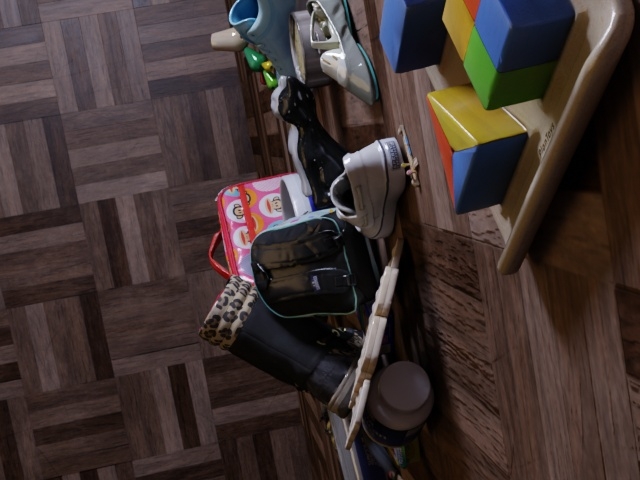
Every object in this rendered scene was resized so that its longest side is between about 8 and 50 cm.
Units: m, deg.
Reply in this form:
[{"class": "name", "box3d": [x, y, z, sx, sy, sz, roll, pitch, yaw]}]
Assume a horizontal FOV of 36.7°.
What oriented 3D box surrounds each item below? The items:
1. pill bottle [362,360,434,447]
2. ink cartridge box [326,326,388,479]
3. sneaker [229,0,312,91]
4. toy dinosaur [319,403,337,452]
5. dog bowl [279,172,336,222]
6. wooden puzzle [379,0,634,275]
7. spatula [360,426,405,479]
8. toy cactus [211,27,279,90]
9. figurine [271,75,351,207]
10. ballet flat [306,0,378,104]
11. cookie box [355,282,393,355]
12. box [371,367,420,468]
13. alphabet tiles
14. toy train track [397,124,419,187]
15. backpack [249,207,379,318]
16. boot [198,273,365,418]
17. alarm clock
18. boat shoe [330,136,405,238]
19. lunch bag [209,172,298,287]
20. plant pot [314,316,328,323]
[{"class": "pill bottle", "box3d": [0.109, 0.229, 1.360, 0.169, 0.094, 0.094, 95, 162, -64]}, {"class": "ink cartridge box", "box3d": [0.067, 0.387, 2.019, 0.330, 0.072, 0.324, 88, 168, -66]}, {"class": "sneaker", "box3d": [-0.091, -0.394, 1.750, 0.365, 0.150, 0.135, 89, 169, -51]}, {"class": "toy dinosaur", "box3d": [0.025, 0.415, 2.410, 0.118, 0.064, 0.268, 80, 180, -70]}, {"class": "dog bowl", "box3d": [0.000, 0.000, 1.812, 0.265, 0.104, 0.264, 170, 90, -82]}, {"class": "wooden puzzle", "box3d": [0.116, -0.183, 0.779, 0.322, 0.081, 0.347, 93, 164, -62]}, {"class": "spatula", "box3d": [0.137, 0.368, 1.452, 0.296, 0.030, 0.084, 38, 142, 50]}, {"class": "toy cactus", "box3d": [-0.128, -0.413, 1.947, 0.112, 0.181, 0.218, -48, -45, -74]}, {"class": "figurine", "box3d": [-0.020, -0.176, 1.587, 0.215, 0.092, 0.209, -132, 17, -77]}, {"class": "ballet flat", "box3d": [0.025, -0.270, 1.377, 0.072, 0.068, 0.213, 90, 166, -56]}, {"class": "cookie box", "box3d": [0.087, 0.120, 1.580, 0.107, 0.040, 0.091, -108, 10, -48]}, {"class": "box", "box3d": [0.121, 0.286, 1.563, 0.179, 0.043, 0.105, -119, 19, -73]}, {"class": "alphabet tiles", "box3d": [0.070, 0.145, 1.348, 0.284, 0.021, 0.277, 96, -171, -68]}, {"class": "toy train track", "box3d": [0.107, -0.105, 1.207, 0.048, 0.014, 0.083, 101, 158, -70]}, {"class": "backpack", "box3d": [-0.010, 0.037, 1.520, 0.144, 0.189, 0.165, -31, -75, -61]}, {"class": "boot", "box3d": [-0.057, 0.170, 1.676, 0.138, 0.284, 0.377, -61, 3, 5]}, {"class": "alarm clock", "box3d": [-0.010, -0.317, 1.583, 0.192, 0.064, 0.129, -131, 31, -81]}, {"class": "boat shoe", "box3d": [0.058, -0.062, 1.344, 0.267, 0.088, 0.096, 106, 152, -76]}, {"class": "lunch bag", "box3d": [-0.110, 0.004, 2.045, 0.120, 0.258, 0.293, 89, 167, -54]}, {"class": "plant pot", "box3d": [-0.053, 0.098, 2.143, 0.110, 0.237, 0.237, -37, 54, 34]}]
